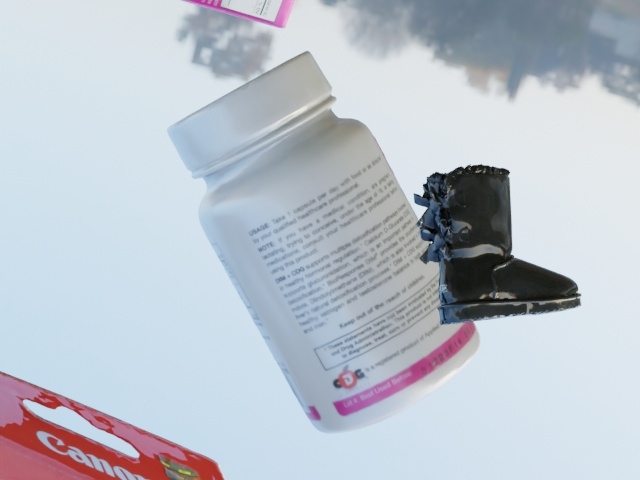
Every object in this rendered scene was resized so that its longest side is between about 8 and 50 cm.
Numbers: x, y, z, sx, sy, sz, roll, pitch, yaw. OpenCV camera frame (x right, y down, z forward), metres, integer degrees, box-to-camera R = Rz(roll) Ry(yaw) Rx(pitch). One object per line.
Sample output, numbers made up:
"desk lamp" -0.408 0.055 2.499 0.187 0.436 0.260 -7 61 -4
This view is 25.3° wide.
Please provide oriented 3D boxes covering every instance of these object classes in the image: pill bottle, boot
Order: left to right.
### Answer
"pill bottle" 0.000 0.000 1.168 0.160 0.283 0.160 -28 -173 4
"boot" 0.117 0.001 0.925 0.121 0.099 0.045 -3 174 -32

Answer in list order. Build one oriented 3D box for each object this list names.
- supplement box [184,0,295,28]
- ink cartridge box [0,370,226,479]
"supplement box" -0.125 -0.282 1.285 0.220 0.114 0.111 12 -159 -31
"ink cartridge box" -0.190 0.279 1.228 0.308 0.385 0.091 17 -127 26
